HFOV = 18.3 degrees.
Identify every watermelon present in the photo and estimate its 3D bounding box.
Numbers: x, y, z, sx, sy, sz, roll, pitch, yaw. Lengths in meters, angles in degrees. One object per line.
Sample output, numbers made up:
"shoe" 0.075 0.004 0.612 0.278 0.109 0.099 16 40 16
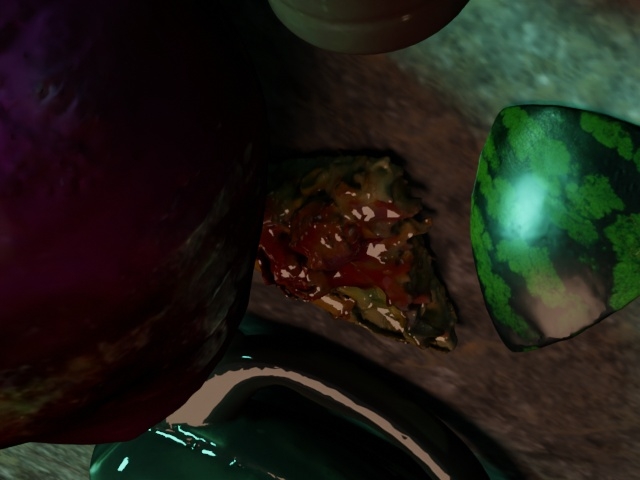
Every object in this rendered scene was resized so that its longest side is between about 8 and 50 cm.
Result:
"watermelon" 0.150 -0.006 1.012 0.135 0.125 0.094 -2 175 22

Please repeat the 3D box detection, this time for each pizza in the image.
"pizza" 0.000 0.000 1.194 0.201 0.053 0.193 28 156 6

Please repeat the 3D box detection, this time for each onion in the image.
"onion" -0.231 0.017 1.052 0.398 0.420 0.398 15 150 9

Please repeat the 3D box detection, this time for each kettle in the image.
"kettle" -0.016 0.212 1.472 0.324 0.228 0.321 33 130 3

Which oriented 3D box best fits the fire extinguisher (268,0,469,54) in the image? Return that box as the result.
"fire extinguisher" -0.019 -0.215 0.739 0.138 0.102 0.344 21 155 23
